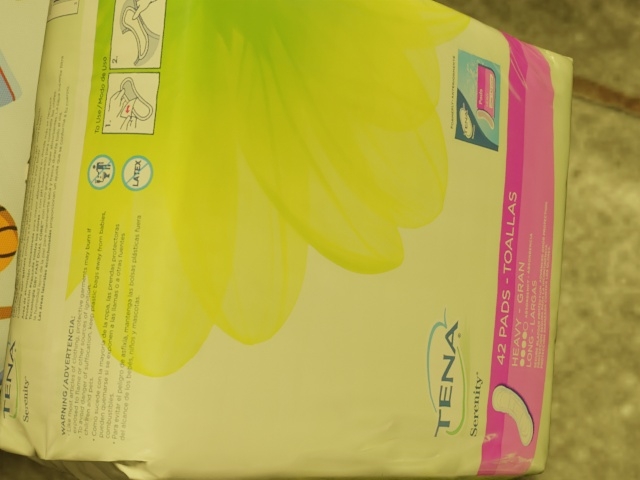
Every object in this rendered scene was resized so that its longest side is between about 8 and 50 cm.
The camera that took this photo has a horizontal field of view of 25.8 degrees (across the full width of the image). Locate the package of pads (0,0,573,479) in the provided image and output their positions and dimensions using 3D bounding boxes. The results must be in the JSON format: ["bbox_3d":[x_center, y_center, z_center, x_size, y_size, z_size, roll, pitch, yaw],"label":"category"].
[{"bbox_3d":[0.000,0.000,0.633,0.101,0.296,0.229,1,83,41],"label":"package of pads"}]

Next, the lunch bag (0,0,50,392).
[{"bbox_3d":[-0.179,-0.079,0.726,0.243,0.115,0.303,-31,86,1],"label":"lunch bag"}]
